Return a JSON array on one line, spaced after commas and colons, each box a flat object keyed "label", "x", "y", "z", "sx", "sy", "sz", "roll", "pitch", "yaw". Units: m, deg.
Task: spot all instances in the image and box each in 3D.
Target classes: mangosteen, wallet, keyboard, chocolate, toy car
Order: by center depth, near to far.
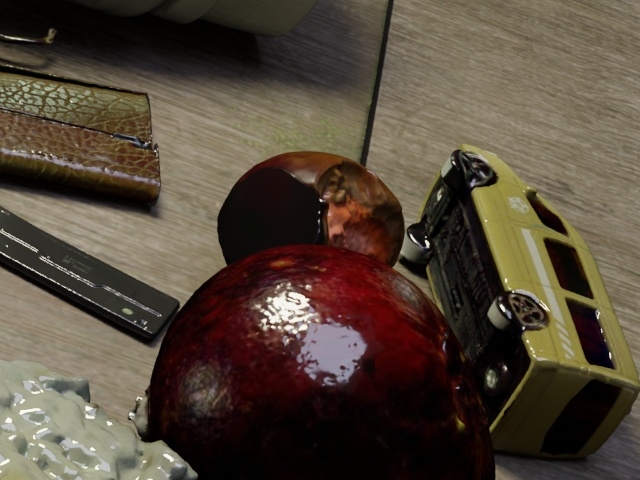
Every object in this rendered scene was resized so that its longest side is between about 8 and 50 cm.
[{"label": "mangosteen", "x": -0.031, "y": 0.127, "z": 1.164, "sx": 0.261, "sy": 0.235, "sz": 0.235, "roll": -20, "pitch": 37, "yaw": 12}, {"label": "keyboard", "x": -0.175, "y": 0.022, "z": 1.365, "sx": 0.155, "sy": 0.010, "sz": 0.053, "roll": 28, "pitch": 34, "yaw": 6}, {"label": "chocolate", "x": 0.000, "y": 0.000, "z": 1.409, "sx": 0.133, "sy": 0.124, "sz": 0.127, "roll": 34, "pitch": 15, "yaw": -50}, {"label": "toy car", "x": 0.148, "y": 0.042, "z": 1.450, "sx": 0.124, "sy": 0.101, "sz": 0.257, "roll": 14, "pitch": 37, "yaw": -22}, {"label": "wallet", "x": -0.241, "y": -0.096, "z": 1.457, "sx": 0.243, "sy": 0.039, "sz": 0.133, "roll": 11, "pitch": 36, "yaw": -18}]

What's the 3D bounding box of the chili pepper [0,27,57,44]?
[{"label": "chili pepper", "x": -0.335, "y": -0.179, "z": 1.504, "sx": 0.268, "sy": 0.050, "sz": 0.059, "roll": 10, "pitch": 53, "yaw": -17}]

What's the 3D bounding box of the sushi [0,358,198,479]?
[{"label": "sushi", "x": -0.134, "y": 0.204, "z": 1.009, "sx": 0.343, "sy": 0.182, "sz": 0.196, "roll": 40, "pitch": 33, "yaw": 21}]

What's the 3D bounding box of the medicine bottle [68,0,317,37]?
[{"label": "medicine bottle", "x": -0.145, "y": -0.306, "z": 1.611, "sx": 0.306, "sy": 0.245, "sz": 0.245, "roll": 15, "pitch": 35, "yaw": -27}]
